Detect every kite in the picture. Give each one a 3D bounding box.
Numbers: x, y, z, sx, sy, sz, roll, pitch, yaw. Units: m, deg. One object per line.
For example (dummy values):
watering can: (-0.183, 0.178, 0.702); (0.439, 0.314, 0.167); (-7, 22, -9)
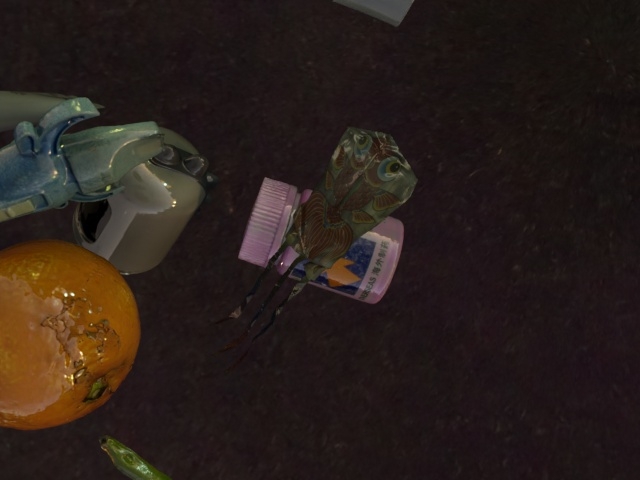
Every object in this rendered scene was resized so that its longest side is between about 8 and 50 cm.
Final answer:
kite: (-0.015, 0.006, 0.556); (0.016, 0.127, 0.229); (34, 104, -30)

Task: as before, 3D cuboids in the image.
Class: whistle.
whistle: (-0.327, -0.093, 0.861); (0.093, 0.269, 0.180); (61, 162, 25)

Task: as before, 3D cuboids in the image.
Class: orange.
orange: (-0.358, 0.118, 0.886); (0.246, 0.246, 0.246); (6, 106, 21)

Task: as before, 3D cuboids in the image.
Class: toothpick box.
toothpick box: (-0.337, -0.087, 1.358); (0.229, 0.229, 0.316); (50, 135, 4)

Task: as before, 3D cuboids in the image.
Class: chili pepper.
chili pepper: (-0.364, 0.460, 1.382); (0.201, 0.050, 0.052); (41, 113, -11)

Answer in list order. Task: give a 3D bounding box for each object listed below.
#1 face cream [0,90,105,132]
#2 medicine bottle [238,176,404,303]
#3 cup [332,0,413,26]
face cream: (-0.634, -0.279, 1.470); (0.143, 0.314, 0.089); (20, 114, 35)
medicine bottle: (0.000, 0.000, 1.340); (0.290, 0.178, 0.178); (18, 112, -7)
cup: (0.097, -0.440, 1.136); (0.129, 0.095, 0.128); (20, 140, -14)
